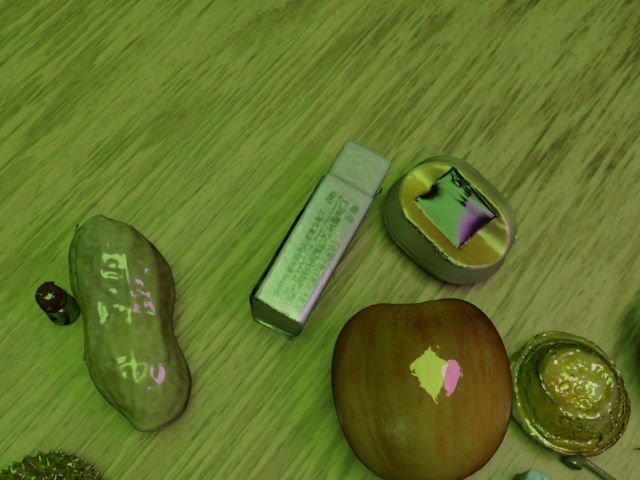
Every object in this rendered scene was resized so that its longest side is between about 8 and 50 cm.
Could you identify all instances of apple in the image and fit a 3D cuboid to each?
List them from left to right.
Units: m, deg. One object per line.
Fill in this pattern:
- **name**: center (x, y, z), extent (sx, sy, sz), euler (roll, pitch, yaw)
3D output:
- **apple**: center (0.140, 0.201, 1.013), extent (0.242, 0.242, 0.241), euler (-4, 83, -5)

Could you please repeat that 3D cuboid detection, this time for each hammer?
- **hammer**: center (0.442, 0.350, 1.075), extent (0.195, 0.028, 0.060), euler (36, 65, 6)

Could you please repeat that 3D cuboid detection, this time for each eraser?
- **eraser**: center (0.000, 0.000, 1.120), extent (0.086, 0.130, 0.287), euler (28, 70, 5)

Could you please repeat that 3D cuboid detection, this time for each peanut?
- **peanut**: center (-0.269, 0.115, 1.062), extent (0.149, 0.149, 0.313), euler (-14, 74, -8)

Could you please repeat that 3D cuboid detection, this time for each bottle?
- **bottle**: center (-0.384, 0.089, 1.079), extent (0.063, 0.101, 0.047), euler (20, 71, 5)

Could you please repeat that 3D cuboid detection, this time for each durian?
- **durian**: center (-0.386, 0.363, 0.983), extent (0.208, 0.102, 0.146), euler (-35, 81, -10)

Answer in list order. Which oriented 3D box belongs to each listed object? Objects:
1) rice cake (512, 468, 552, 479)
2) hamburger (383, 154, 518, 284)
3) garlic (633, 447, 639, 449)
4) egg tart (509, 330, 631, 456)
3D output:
- **rice cake**: center (0.349, 0.470, 1.000), extent (0.063, 0.066, 0.336), euler (-20, 73, -19)
- **hamburger**: center (0.202, -0.033, 1.156), extent (0.210, 0.116, 0.173), euler (43, 82, 8)
- **garlic**: center (0.561, 0.330, 1.055), extent (0.128, 0.090, 0.198), euler (-41, 81, -3)
- **egg tart**: center (0.362, 0.214, 1.079), extent (0.191, 0.074, 0.191), euler (2, 61, -3)
